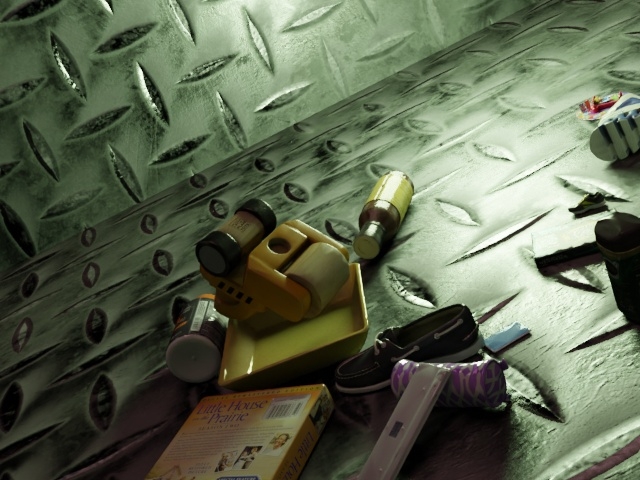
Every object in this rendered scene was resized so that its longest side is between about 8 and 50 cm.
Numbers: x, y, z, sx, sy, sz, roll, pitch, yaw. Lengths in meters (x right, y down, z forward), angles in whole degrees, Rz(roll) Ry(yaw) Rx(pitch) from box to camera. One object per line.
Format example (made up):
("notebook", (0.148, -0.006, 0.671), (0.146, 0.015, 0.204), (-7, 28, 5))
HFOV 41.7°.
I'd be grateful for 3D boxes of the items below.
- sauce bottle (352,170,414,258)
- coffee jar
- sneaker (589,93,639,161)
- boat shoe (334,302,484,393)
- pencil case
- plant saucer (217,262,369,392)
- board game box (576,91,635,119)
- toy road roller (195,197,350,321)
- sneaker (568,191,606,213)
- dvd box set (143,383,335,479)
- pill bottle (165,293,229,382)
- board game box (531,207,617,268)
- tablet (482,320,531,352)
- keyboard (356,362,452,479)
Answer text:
("sauce bottle", (0.160, -0.066, 2.202), (0.111, 0.111, 0.344), (-13, 24, 28))
("coffee jar", (0.535, 0.043, 1.443), (0.079, 0.184, 0.096), (-26, 22, -3))
("sneaker", (0.811, -0.313, 2.050), (0.316, 0.127, 0.182), (-16, 25, 25))
("boat shoe", (0.156, 0.202, 1.607), (0.303, 0.091, 0.114), (-23, 23, 9))
("pencil case", (0.221, 0.242, 1.453), (0.206, 0.086, 0.088), (-7, 42, 38))
("plant saucer", (-0.046, 0.203, 1.843), (0.333, 0.081, 0.332), (-22, 22, 8))
("board game box", (0.803, -0.392, 2.370), (0.169, 0.033, 0.133), (-29, 22, -10))
("toy road roller", (-0.117, 0.084, 1.888), (0.330, 0.240, 0.202), (28, 44, 16))
("sneaker", (0.594, -0.087, 1.883), (0.083, 0.035, 0.031), (-19, 22, 16))
("dvd box set", (-0.182, 0.425, 1.501), (0.308, 0.062, 0.420), (-12, 25, 30))
("pill bottle", (-0.281, 0.219, 1.990), (0.130, 0.130, 0.245), (-21, 21, 10))
("board game box", (0.540, -0.005, 1.767), (0.186, 0.026, 0.126), (-17, 22, 19))
("tablet", (0.347, 0.180, 1.573), (0.083, 0.006, 0.054), (-29, 22, -9))
("keyboard", (0.132, 0.313, 1.378), (0.072, 0.014, 0.256), (0, 52, 54))
